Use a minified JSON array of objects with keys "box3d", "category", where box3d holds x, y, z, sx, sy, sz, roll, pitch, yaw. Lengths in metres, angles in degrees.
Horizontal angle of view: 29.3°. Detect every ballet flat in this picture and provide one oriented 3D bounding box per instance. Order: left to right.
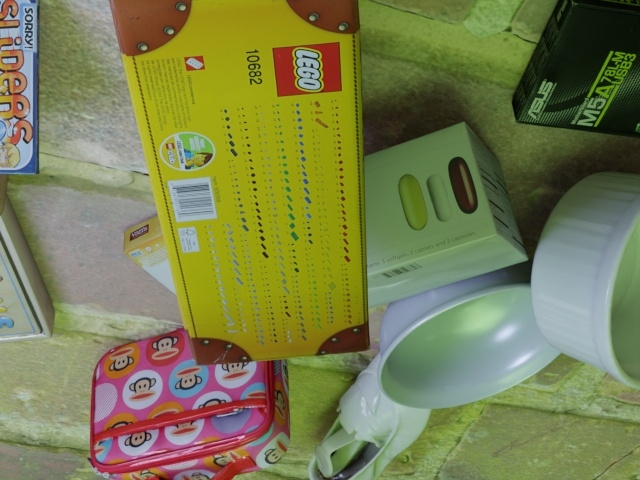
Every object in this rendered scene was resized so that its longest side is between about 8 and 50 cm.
[{"box3d":[0.073,0.294,1.942,0.139,0.139,0.400,7,142,-14],"category":"ballet flat"}]

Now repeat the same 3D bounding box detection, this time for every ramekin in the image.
[{"box3d":[0.394,0.041,1.583,0.135,0.277,0.277,17,159,43],"category":"ramekin"}]

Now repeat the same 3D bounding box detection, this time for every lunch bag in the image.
[{"box3d":[-0.190,0.257,1.790,0.293,0.258,0.120,-15,140,11],"category":"lunch bag"}]

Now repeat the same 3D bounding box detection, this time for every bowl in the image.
[{"box3d":[0.202,0.103,1.718,0.298,0.134,0.298,-13,144,-10],"category":"bowl"}]

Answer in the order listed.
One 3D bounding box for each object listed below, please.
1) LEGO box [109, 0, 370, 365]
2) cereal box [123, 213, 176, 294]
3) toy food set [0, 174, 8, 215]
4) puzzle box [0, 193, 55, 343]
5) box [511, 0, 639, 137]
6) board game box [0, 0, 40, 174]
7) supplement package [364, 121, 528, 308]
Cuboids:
[{"box3d":[-0.064,-0.171,1.199,0.193,0.372,0.500,-5,141,0],"category":"LEGO box"},{"box3d":[-0.130,0.031,1.688,0.173,0.047,0.240,-24,136,22],"category":"cereal box"},{"box3d":[-0.444,-0.036,1.453,0.232,0.104,0.111,-30,134,26],"category":"toy food set"},{"box3d":[-0.531,0.009,1.622,0.272,0.052,0.409,-7,140,1],"category":"puzzle box"},{"box3d":[0.344,-0.207,1.450,0.184,0.045,0.191,5,139,-14],"category":"box"},{"box3d":[-0.374,-0.173,1.331,0.136,0.035,0.201,0,96,-6],"category":"board game box"},{"box3d":[0.097,-0.018,1.521,0.262,0.145,0.204,-19,165,16],"category":"supplement package"}]
